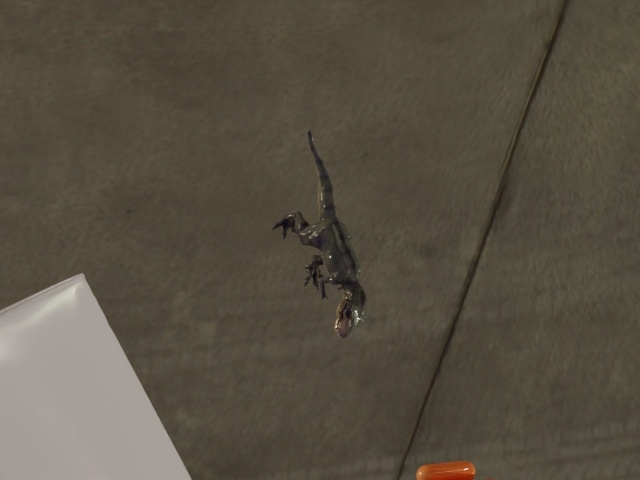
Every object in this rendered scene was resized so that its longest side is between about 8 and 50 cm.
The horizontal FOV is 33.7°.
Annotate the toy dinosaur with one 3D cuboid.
[{"bbox_3d":[0.000,0.000,1.372,0.118,0.064,0.268,-28,74,53],"label":"toy dinosaur"}]

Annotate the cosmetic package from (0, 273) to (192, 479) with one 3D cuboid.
[{"bbox_3d":[-0.198,0.234,0.808,0.197,0.155,0.365,-22,95,46],"label":"cosmetic package"}]

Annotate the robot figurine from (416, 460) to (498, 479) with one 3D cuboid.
[{"bbox_3d":[0.175,0.364,1.305,0.128,0.219,0.158,19,104,47],"label":"robot figurine"}]
